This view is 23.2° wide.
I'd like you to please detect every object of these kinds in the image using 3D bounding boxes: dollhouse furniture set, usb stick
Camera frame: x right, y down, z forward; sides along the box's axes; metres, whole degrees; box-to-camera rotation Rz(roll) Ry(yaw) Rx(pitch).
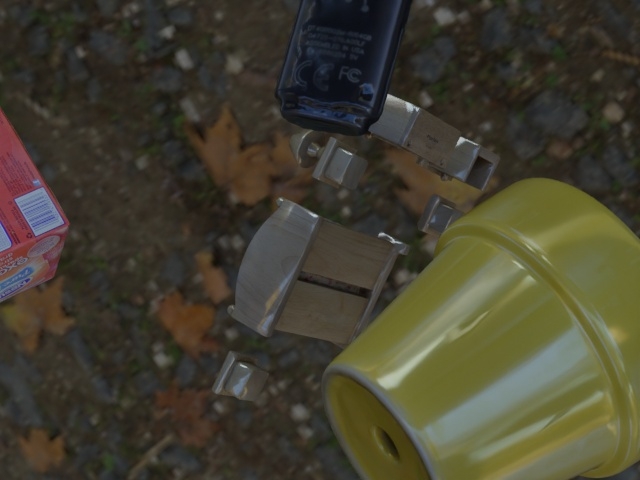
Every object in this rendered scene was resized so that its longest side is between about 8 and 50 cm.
[{"bbox_3d":[0.000,0.000,1.740,0.174,0.303,0.355,28,95,33],"label":"dollhouse furniture set"},{"bbox_3d":[0.036,-0.206,1.060,0.077,0.278,0.045,12,166,11],"label":"usb stick"}]

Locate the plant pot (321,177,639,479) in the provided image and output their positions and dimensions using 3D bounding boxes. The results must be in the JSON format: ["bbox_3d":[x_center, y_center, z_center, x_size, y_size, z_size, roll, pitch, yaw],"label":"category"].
[{"bbox_3d":[0.140,0.111,1.286,0.254,0.239,0.254,47,155,29],"label":"plant pot"}]

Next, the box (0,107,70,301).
[{"bbox_3d":[-0.398,-0.078,1.577,0.300,0.154,0.142,57,153,12],"label":"box"}]
